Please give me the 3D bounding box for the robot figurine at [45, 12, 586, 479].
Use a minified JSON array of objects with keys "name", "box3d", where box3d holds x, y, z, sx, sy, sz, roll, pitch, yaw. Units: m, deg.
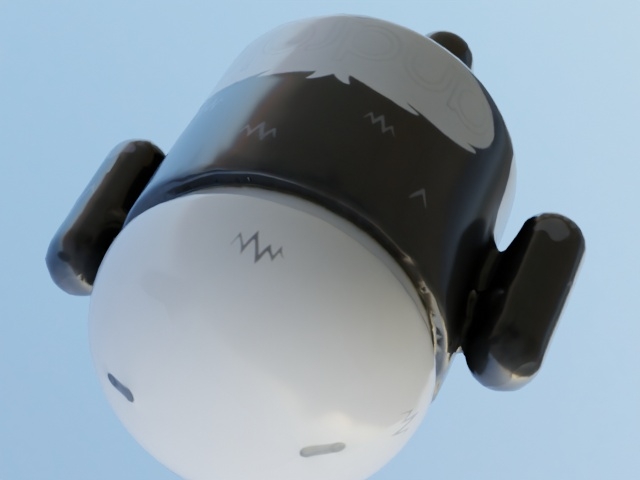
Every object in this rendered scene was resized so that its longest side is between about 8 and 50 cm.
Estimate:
[{"name":"robot figurine","box3d":[-0.002,0.001,0.784,0.173,0.209,0.278,50,-140,-20]}]
